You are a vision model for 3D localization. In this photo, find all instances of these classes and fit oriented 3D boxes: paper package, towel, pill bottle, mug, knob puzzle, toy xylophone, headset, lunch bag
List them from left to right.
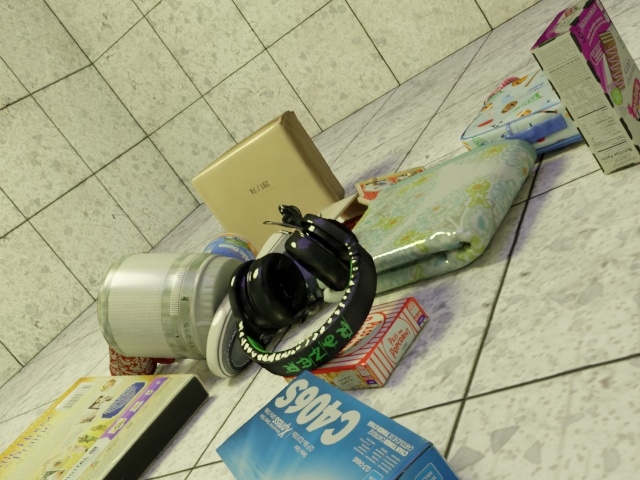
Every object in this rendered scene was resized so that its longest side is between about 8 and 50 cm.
[{"bbox_3d":[-0.424,0.243,1.639,0.150,0.113,0.169,-23,-30,-24],"label":"mug"},{"bbox_3d":[-0.252,0.095,1.773,0.152,0.152,0.272,-31,15,18],"label":"pill bottle"},{"bbox_3d":[-0.139,-0.150,1.983,0.325,0.309,0.168,-30,13,21],"label":"paper package"},{"bbox_3d":[-0.020,0.066,1.170,0.243,0.185,0.394,-37,35,15],"label":"headset"},{"bbox_3d":[0.000,0.000,1.635,0.236,0.081,0.322,-18,23,51],"label":"toy xylophone"},{"bbox_3d":[0.176,-0.121,1.583,0.213,0.030,0.213,-10,27,5],"label":"knob puzzle"},{"bbox_3d":[0.191,-0.031,1.290,0.374,0.090,0.320,-22,22,43],"label":"towel"},{"bbox_3d":[0.426,-0.242,1.368,0.303,0.115,0.243,-21,22,43],"label":"lunch bag"}]

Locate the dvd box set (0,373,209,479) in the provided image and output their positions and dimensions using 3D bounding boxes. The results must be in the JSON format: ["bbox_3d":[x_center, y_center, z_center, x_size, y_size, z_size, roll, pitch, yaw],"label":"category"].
[{"bbox_3d":[-0.446,0.384,1.355,0.420,0.062,0.307,-12,27,41],"label":"dvd box set"}]

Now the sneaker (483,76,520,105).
[{"bbox_3d":[0.483,-0.394,1.880,0.119,0.047,0.057,-35,2,-4],"label":"sneaker"}]

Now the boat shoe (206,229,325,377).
[{"bbox_3d":[-0.079,0.121,1.360,0.158,0.127,0.340,5,55,34],"label":"boat shoe"}]

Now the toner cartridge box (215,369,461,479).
[{"bbox_3d":[0.002,0.258,0.796,0.165,0.075,0.348,-41,15,-16],"label":"toner cartridge box"}]

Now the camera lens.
[{"bbox_3d":[-0.301,0.134,1.458,0.274,0.219,0.219,-1,27,19],"label":"camera lens"}]

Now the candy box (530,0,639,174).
[{"bbox_3d":[0.434,-0.242,1.088,0.071,0.233,0.159,-21,21,46],"label":"candy box"}]

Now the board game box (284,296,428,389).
[{"bbox_3d":[0.051,0.161,1.059,0.193,0.045,0.147,-20,21,48],"label":"board game box"}]
